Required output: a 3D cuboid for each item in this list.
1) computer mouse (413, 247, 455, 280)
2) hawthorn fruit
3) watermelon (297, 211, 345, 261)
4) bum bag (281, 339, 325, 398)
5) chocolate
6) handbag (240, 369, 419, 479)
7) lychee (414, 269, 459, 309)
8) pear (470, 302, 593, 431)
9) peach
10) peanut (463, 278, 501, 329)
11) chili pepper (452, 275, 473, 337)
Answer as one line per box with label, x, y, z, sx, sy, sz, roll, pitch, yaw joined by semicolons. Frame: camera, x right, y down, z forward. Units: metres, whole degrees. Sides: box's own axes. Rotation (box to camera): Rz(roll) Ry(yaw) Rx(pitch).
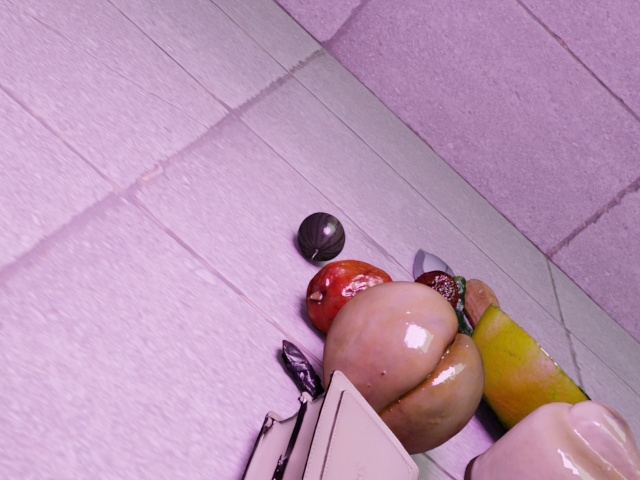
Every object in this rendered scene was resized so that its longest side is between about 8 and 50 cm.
computer mouse;0.316;0.085;2.015;0.128;0.079;0.231;44;19;-9
hawthorn fruit;0.062;0.112;1.428;0.179;0.173;0.173;39;23;-16
watermelon;0.000;0.000;1.587;0.105;0.105;0.133;37;37;-17
bum bag;-0.030;0.218;1.248;0.124;0.034;0.058;51;10;15
chocolate;0.467;0.463;1.346;0.326;0.297;0.314;46;28;1
handbag;0.012;0.364;0.918;0.236;0.160;0.358;47;23;-10
lychee;0.285;0.134;1.821;0.129;0.123;0.123;38;22;-38
pear;0.451;0.338;1.633;0.399;0.165;0.399;50;2;-2
peach;0.132;0.217;1.246;0.292;0.292;0.247;33;-17;-26
peanut;0.450;0.199;2.012;0.108;0.095;0.226;28;29;-43
chili pepper;0.358;0.180;1.890;0.073;0.050;0.182;-9;80;-31
